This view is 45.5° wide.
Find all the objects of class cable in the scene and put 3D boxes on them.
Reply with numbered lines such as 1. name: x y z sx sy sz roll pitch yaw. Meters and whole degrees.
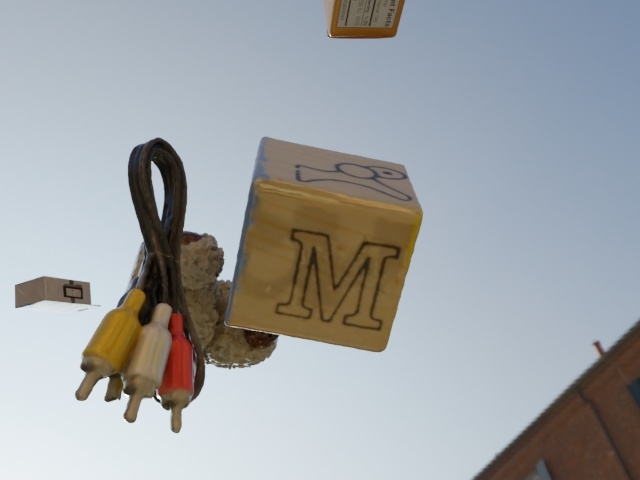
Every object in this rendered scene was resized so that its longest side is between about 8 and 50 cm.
1. cable: -0.139 0.037 0.710 0.072 0.287 0.139 -17 -37 38

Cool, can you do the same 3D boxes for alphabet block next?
1. alphabet block: 0.000 0.000 0.948 0.197 0.192 0.193 11 -66 -5

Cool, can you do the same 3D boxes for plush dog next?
1. plush dog: -0.165 0.114 1.080 0.225 0.210 0.262 21 -13 -17

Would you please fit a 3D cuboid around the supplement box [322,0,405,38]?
1. supplement box: 0.050 -0.295 0.695 0.080 0.078 0.233 -1 -31 -11

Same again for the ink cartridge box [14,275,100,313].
1. ink cartridge box: -0.292 0.062 0.854 0.048 0.028 0.083 -15 -16 26
